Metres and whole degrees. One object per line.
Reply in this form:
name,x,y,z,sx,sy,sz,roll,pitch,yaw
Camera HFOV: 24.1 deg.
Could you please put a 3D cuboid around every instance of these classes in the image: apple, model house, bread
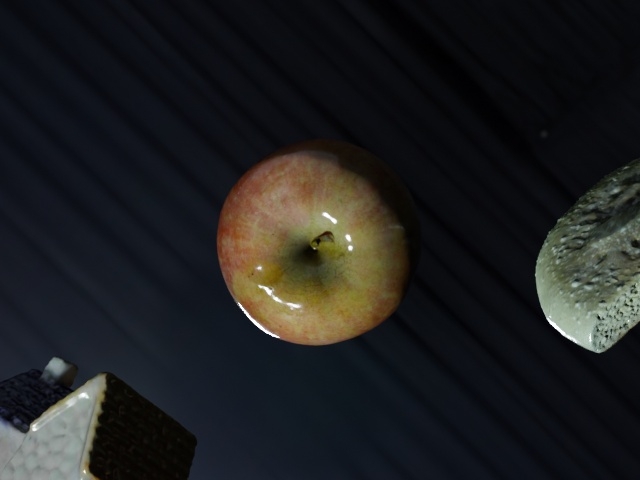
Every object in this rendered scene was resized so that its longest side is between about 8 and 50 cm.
apple,0.000,0.000,1.371,0.188,0.188,0.174,-44,179,11
model house,-0.123,0.114,0.734,0.100,0.100,0.088,-60,139,-11
bread,0.195,-0.016,0.908,0.193,0.036,0.112,-37,-150,-16
